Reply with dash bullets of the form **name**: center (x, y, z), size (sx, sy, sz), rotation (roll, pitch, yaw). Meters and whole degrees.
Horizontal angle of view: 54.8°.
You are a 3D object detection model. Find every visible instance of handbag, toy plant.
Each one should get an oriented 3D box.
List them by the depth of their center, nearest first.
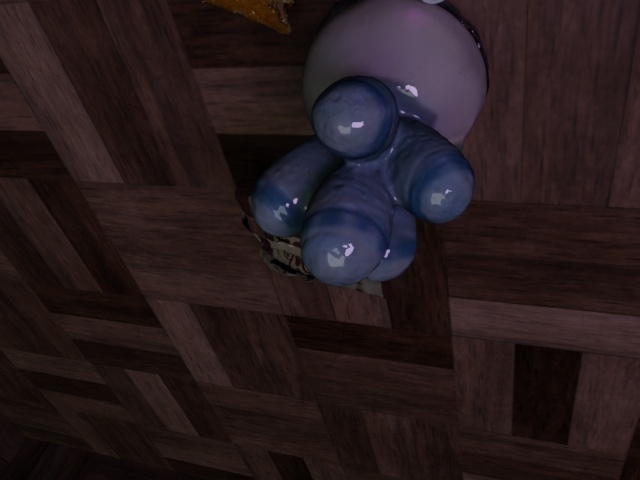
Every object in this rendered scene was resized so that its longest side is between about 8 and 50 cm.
- **toy plant**: center (0.053, -0.092, 0.672), size (0.247, 0.332, 0.247), rotation (11, 139, 10)
- **handbag**: center (0.000, 0.000, 0.951), size (0.235, 0.127, 0.212), rotation (8, 139, 20)

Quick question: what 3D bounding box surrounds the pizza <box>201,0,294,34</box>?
- **pizza**: center (-0.099, -0.317, 0.705), size (0.199, 0.062, 0.188), rotation (40, 149, -28)

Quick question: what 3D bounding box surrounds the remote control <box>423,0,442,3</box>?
- **remote control**: center (0.069, -0.369, 0.578), size (0.103, 0.051, 0.293), rotation (-21, 120, 38)
